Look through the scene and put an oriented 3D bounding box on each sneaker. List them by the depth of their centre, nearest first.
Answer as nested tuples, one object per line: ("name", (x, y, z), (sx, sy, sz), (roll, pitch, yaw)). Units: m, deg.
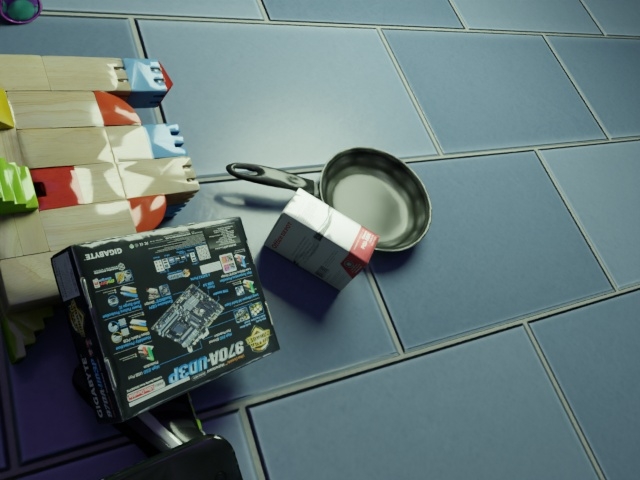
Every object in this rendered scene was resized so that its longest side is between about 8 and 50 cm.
("sneaker", (-0.168, 0.188, 0.615), (0.235, 0.084, 0.097), (41, 53, 2))

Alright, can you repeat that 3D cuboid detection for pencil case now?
("pencil case", (-0.482, -0.404, 0.827), (0.070, 0.064, 0.151), (-18, 69, -47))

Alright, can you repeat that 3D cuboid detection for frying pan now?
("frying pan", (0.032, -0.051, 0.857), (0.326, 0.053, 0.197), (-14, 69, -27))

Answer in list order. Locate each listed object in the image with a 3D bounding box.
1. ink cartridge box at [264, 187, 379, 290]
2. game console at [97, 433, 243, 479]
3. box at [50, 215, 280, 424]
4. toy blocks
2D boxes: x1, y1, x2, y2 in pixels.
("ink cartridge box", (0.000, 0.000, 0.784), (0.135, 0.099, 0.056), (32, 55, -5))
("game console", (-0.132, 0.349, 0.437), (0.250, 0.173, 0.292), (-16, 89, -27))
("box", (-0.157, 0.074, 0.602), (0.220, 0.051, 0.175), (-15, 87, -50))
("toy blocks", (-0.279, -0.075, 0.676), (0.261, 0.191, 0.381), (-12, 78, -38))
